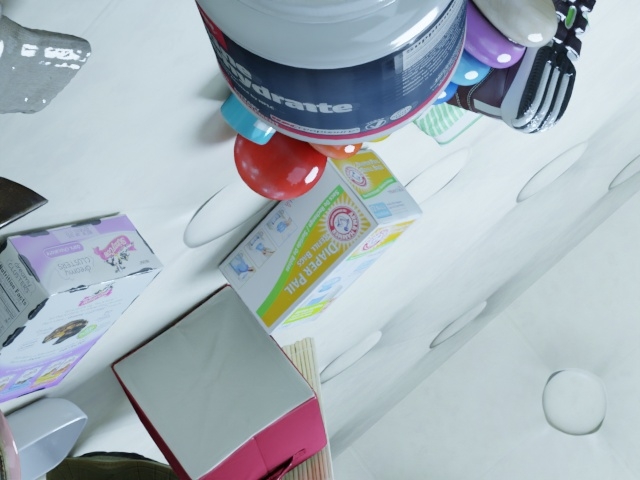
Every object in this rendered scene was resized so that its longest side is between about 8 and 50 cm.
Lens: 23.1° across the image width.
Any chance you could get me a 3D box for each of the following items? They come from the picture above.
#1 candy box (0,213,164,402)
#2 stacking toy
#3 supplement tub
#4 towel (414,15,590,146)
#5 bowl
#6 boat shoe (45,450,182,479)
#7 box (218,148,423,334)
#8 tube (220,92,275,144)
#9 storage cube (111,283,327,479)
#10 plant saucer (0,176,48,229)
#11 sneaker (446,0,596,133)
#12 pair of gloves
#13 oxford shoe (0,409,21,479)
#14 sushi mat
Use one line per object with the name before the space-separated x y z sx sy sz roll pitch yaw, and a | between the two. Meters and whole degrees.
candy box | -0.265 0.070 1.447 0.196 0.070 0.165 -45 163 29
stacking toy | 0.048 -0.149 1.423 0.330 0.141 0.141 -36 167 23
supplement tub | 0.006 -0.187 1.048 0.191 0.191 0.272 -37 167 -5
towel | 0.191 -0.215 1.725 0.248 0.038 0.325 -38 166 5
bowl | -0.346 0.237 1.799 0.142 0.053 0.142 -25 161 -38
boat shoe | -0.247 0.311 2.053 0.073 0.223 0.080 -45 136 -68
box | 0.000 0.000 1.793 0.203 0.103 0.114 -45 164 27
tube | -0.006 -0.175 1.365 0.207 0.052 0.080 -49 175 19
storage cube | -0.122 0.202 1.926 0.183 0.215 0.193 -34 159 -11
plant saucer | -0.330 0.030 1.050 0.310 0.050 0.310 -29 -175 3
sneaker | 0.183 -0.249 1.499 0.106 0.162 0.281 28 80 -50
pair of gloves | -0.196 -0.161 0.964 0.204 0.042 0.240 -11 148 -53
oxford shoe | -0.424 0.291 1.623 0.146 0.140 0.397 -15 152 -41
sushi mat | -0.064 0.251 2.073 0.151 0.316 0.019 -20 125 8
